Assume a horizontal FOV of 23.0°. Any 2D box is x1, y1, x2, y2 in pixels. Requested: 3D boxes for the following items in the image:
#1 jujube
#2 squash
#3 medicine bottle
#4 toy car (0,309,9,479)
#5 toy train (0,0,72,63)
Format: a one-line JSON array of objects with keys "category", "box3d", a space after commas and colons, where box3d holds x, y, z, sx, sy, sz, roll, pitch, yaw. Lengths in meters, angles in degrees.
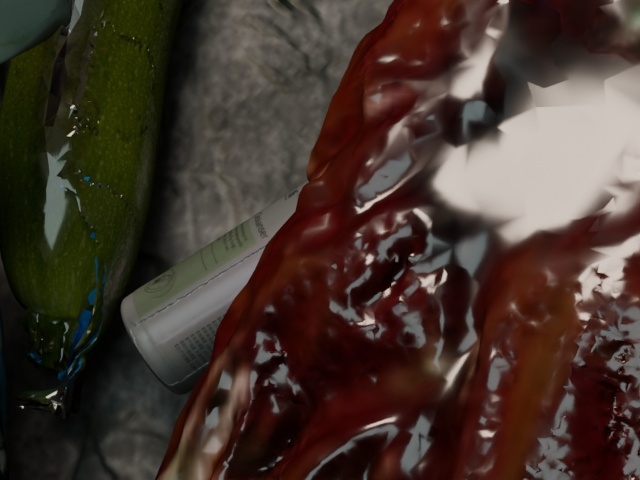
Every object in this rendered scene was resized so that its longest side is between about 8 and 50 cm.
[{"category": "jujube", "box3d": [0.093, 0.055, 0.605, 0.277, 0.276, 0.376, 18, 84, 20]}, {"category": "squash", "box3d": [-0.116, -0.073, 0.796, 0.087, 0.087, 0.331, 4, 78, 17]}, {"category": "medicine bottle", "box3d": [0.000, 0.000, 0.754, 0.199, 0.057, 0.057, -32, 69, 7]}, {"category": "toy car", "box3d": [-0.241, 0.059, 0.742, 0.189, 0.190, 0.255, -11, 72, -6]}, {"category": "toy train", "box3d": [-0.285, -0.130, 0.773, 0.407, 0.086, 0.088, 12, 36, 39]}]
